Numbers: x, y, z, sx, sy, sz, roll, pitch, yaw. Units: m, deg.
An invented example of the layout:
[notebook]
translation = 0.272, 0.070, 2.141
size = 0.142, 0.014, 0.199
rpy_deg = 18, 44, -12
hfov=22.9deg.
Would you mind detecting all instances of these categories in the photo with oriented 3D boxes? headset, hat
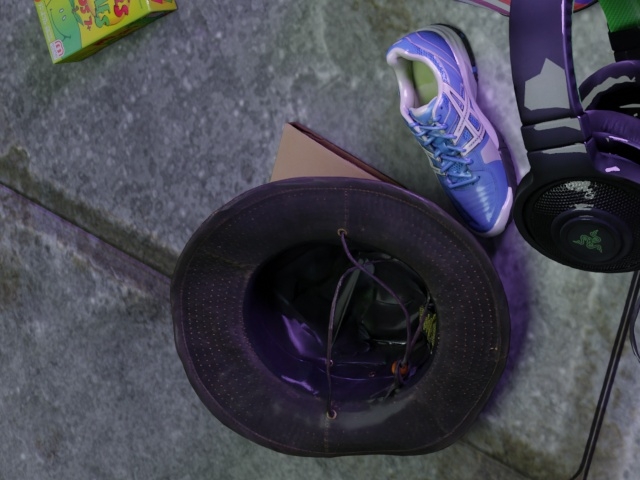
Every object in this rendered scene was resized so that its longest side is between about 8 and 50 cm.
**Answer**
[headset]
translation = 0.272, -0.063, 1.273
size = 0.185, 0.243, 0.394
rpy_deg = -7, 112, 32
[hat]
translation = 0.025, 0.057, 1.547
size = 0.331, 0.134, 0.331
rpy_deg = 5, 116, 10

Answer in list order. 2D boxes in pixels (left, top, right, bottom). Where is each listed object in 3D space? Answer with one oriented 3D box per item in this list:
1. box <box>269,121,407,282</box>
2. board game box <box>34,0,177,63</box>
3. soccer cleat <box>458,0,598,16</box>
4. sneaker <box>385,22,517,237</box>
[box]
translation = 0.000, 0.000, 1.652
size = 0.164, 0.021, 0.201
rpy_deg = 33, 120, 32
[board game box]
translation = -0.248, -0.273, 1.795
size = 0.181, 0.043, 0.092
rpy_deg = -19, 86, 42
[soccer cleat]
translation = 0.115, -0.261, 1.428
size = 0.318, 0.116, 0.108
rpy_deg = 18, 111, 38
[sneaker]
translation = 0.117, -0.099, 1.486
size = 0.080, 0.081, 0.211
rpy_deg = -27, 83, 40
